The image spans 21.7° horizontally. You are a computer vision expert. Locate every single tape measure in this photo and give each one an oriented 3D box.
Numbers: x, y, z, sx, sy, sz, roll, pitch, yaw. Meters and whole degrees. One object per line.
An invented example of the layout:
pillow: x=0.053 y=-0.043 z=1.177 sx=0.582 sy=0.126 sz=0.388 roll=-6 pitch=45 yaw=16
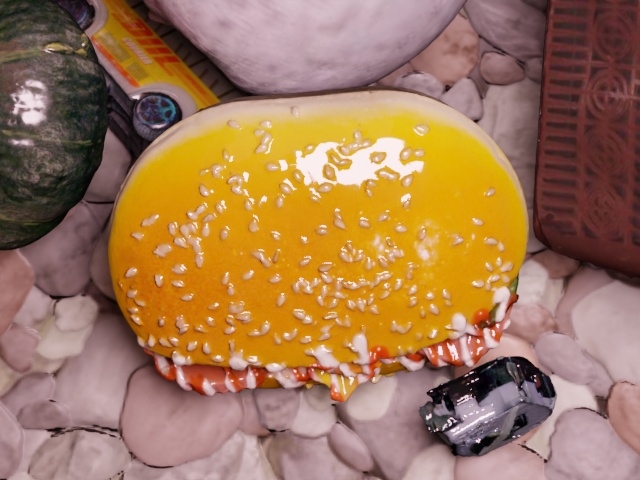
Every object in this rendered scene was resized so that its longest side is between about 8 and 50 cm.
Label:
tape measure: x=0.122 y=0.117 z=1.194 sx=0.091 sy=0.094 sz=0.054 roll=-29 pitch=66 yaw=9

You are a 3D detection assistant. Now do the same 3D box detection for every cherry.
cherry: x=-0.005 y=-0.262 z=1.249 sx=0.291 sy=0.335 sz=0.326 roll=48 pitch=37 yaw=-17

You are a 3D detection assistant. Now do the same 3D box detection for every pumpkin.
pumpkin: x=-0.251 y=-0.097 z=1.270 sx=0.212 sy=0.152 sz=0.211 roll=-1 pitch=89 yaw=30

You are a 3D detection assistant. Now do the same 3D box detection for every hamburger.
hamburger: x=0.000 y=0.000 z=1.188 sx=0.295 sy=0.227 sz=0.151 roll=-5 pitch=29 yaw=4

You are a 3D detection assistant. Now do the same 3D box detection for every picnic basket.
picnic basket: x=0.237 y=-0.104 z=1.208 sx=0.129 sy=0.222 sz=0.296 roll=7 pitch=100 yaw=26

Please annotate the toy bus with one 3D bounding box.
toy bus: x=-0.144 y=-0.134 z=1.340 sx=0.106 sy=0.092 sz=0.268 roll=-31 pitch=65 yaw=-23
